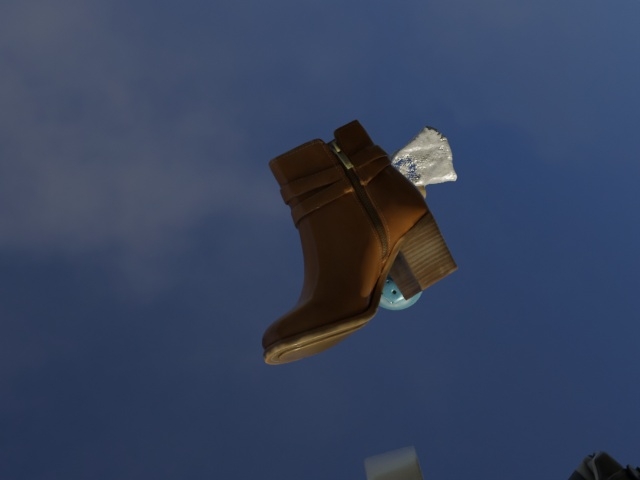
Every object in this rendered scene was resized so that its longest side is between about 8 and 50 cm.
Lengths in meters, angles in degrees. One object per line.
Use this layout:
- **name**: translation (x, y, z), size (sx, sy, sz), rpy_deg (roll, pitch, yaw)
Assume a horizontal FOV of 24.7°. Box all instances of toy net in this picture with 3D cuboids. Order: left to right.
- **toy net**: translation (0.081, -0.030, 1.679), size (0.122, 0.232, 0.045), rpy_deg (16, -161, 0)

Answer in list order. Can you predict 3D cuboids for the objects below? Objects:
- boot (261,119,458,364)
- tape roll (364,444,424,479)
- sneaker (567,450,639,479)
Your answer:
- **boot**: translation (0.000, 0.000, 1.153), size (0.197, 0.073, 0.152), rpy_deg (-29, -96, -35)
- **tape roll**: translation (0.137, 0.451, 1.829), size (0.392, 0.072, 0.392), rpy_deg (-16, -90, -89)
- **sneaker**: translation (0.320, 0.277, 1.417), size (0.163, 0.086, 0.226), rpy_deg (32, 180, 30)
